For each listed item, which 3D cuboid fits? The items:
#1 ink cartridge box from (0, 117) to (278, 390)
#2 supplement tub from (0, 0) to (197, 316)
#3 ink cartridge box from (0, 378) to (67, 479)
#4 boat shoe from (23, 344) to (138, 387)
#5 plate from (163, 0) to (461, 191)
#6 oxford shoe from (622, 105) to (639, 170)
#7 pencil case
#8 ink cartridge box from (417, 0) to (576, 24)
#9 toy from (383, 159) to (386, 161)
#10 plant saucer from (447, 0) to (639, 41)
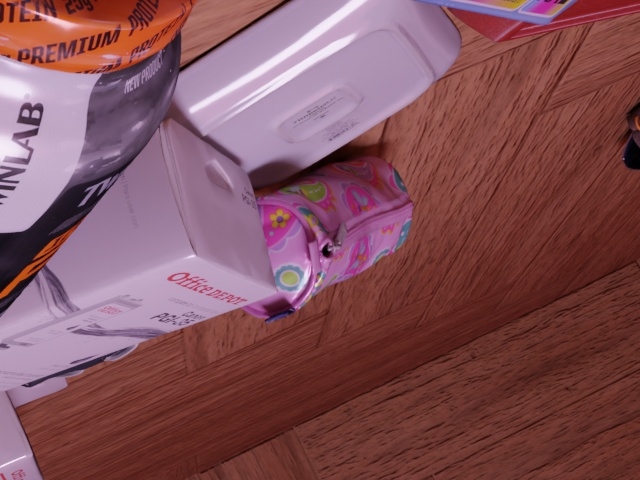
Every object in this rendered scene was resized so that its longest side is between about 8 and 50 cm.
[{"bbox_3d":[-0.202,0.023,0.958,0.283,0.117,0.207,-20,165,12],"label":"ink cartridge box"},{"bbox_3d":[-0.206,-0.066,0.583,0.207,0.207,0.338,-12,158,-45],"label":"supplement tub"},{"bbox_3d":[-0.450,0.267,1.387,0.353,0.119,0.207,-23,163,-16],"label":"ink cartridge box"},{"bbox_3d":[-0.214,0.060,1.167,0.302,0.114,0.091,-23,168,29],"label":"boat shoe"},{"bbox_3d":[-0.010,-0.126,1.022,0.277,0.045,0.278,-32,165,11],"label":"plate"},{"bbox_3d":[0.507,-0.165,1.620,0.133,0.130,0.363,-21,164,-2],"label":"oxford shoe"},{"bbox_3d":[0.001,-0.009,1.169,0.124,0.124,0.284,-35,176,25],"label":"pencil case"},{"bbox_3d":[0.175,-0.297,0.606,0.395,0.151,0.270,-40,160,33],"label":"ink cartridge box"},{"bbox_3d":[0.000,0.000,1.415,0.137,0.056,0.237,-22,163,-25],"label":"toy"},{"bbox_3d":[0.259,-0.221,0.945,0.259,0.047,0.258,-12,179,-9],"label":"plant saucer"}]
